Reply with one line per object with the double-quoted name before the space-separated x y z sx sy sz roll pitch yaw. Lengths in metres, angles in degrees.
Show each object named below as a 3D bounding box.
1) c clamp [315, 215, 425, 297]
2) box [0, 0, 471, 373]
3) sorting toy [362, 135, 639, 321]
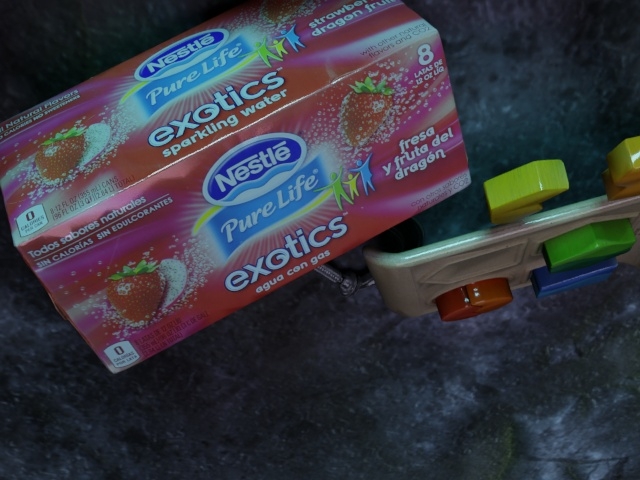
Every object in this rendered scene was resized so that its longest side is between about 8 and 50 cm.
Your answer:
"c clamp" 0.000 0.000 0.726 0.161 0.022 0.137 28 117 -30
"box" -0.054 -0.051 0.549 0.257 0.128 0.122 -28 133 -6
"sorting toy" 0.149 0.009 0.642 0.229 0.041 0.307 -12 165 6
